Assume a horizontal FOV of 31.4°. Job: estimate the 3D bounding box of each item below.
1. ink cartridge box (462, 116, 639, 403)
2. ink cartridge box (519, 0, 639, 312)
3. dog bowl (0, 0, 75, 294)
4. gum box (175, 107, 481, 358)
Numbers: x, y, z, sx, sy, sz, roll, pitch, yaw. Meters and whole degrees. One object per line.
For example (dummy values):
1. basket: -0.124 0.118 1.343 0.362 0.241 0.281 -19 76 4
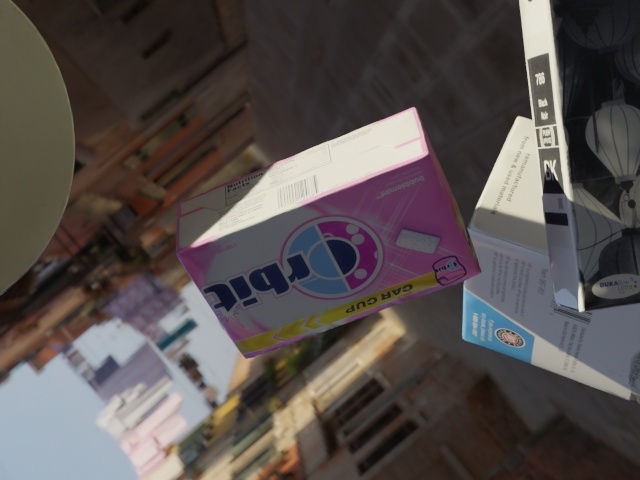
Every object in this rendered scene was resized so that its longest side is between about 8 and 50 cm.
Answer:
1. ink cartridge box: 0.288 0.043 0.981 0.307 0.129 0.223 20 154 16
2. ink cartridge box: 0.224 -0.127 0.768 0.065 0.165 0.333 -166 67 -83
3. dog bowl: -0.313 -0.070 0.810 0.104 0.265 0.265 1 139 47
4. gum box: 0.000 0.000 0.775 0.062 0.188 0.107 -97 -17 -54
